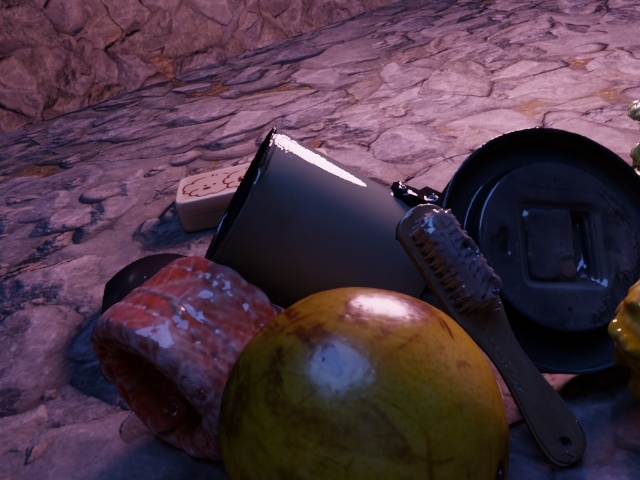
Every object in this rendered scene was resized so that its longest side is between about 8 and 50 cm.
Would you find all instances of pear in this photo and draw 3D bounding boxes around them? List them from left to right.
[{"bbox_3d":[0.044,0.181,0.641,0.280,0.281,0.281,-10,30,5],"label":"pear"}]

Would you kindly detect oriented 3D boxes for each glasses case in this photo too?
[{"bbox_3d":[-0.139,-0.111,1.404,0.336,0.076,0.144,-13,29,-1],"label":"glasses case"}]

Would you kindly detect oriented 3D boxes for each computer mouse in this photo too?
[{"bbox_3d":[-0.280,0.103,1.077,0.168,0.087,0.295,-12,31,-4],"label":"computer mouse"}]

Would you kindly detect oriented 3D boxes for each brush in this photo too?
[{"bbox_3d":[0.194,0.096,0.718,0.070,0.327,0.065,-29,-10,-14],"label":"brush"}]

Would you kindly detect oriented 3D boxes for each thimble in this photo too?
[{"bbox_3d":[-0.146,0.146,0.810,0.239,0.239,0.162,11,41,35],"label":"thimble"}]

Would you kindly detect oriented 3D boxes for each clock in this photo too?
[{"bbox_3d":[0.292,0.012,0.828,0.319,0.319,0.066,-23,-11,-17],"label":"clock"}]

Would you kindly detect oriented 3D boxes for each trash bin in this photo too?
[{"bbox_3d":[0.000,0.000,0.902,0.262,0.277,0.217,28,14,-12],"label":"trash bin"}]

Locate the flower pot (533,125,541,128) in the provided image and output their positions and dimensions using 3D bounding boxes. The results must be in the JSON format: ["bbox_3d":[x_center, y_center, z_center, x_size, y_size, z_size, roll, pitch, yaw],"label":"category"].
[{"bbox_3d":[0.419,-0.118,1.140,0.107,0.157,0.157,4,31,4],"label":"flower pot"}]

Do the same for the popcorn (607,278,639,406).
[{"bbox_3d":[0.439,0.084,0.694,0.266,0.233,0.192,-38,23,8],"label":"popcorn"}]

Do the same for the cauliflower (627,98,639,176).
[{"bbox_3d":[0.525,-0.072,0.990,0.250,0.275,0.272,-38,52,30],"label":"cauliflower"}]
